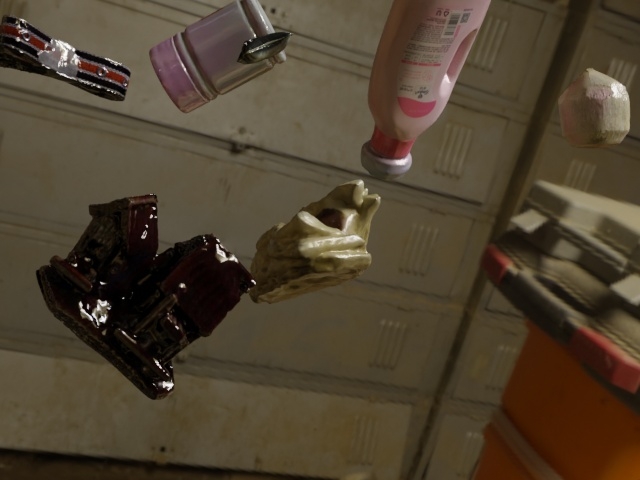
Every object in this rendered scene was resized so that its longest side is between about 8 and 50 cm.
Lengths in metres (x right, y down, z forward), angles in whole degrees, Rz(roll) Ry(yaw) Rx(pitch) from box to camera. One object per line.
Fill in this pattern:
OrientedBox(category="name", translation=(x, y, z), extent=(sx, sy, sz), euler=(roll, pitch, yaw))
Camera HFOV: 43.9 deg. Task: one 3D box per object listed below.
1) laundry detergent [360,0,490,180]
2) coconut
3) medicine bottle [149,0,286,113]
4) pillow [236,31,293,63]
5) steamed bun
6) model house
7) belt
OrientedBox(category="laundry detergent", translation=(0.139, -0.241, 1.150), extent=(0.159, 0.335, 0.088), euler=(-9, 45, -30))
OrientedBox(category="coconut", translation=(0.426, -0.207, 1.243), extent=(0.110, 0.125, 0.110), euler=(-2, 2, 0))
OrientedBox(category="medicine bottle", translation=(-0.272, -0.497, 2.117), extent=(0.315, 0.202, 0.202), euler=(-26, 14, 7))
OrientedBox(category="pillow", translation=(-0.134, -0.460, 1.900), extent=(0.135, 0.091, 0.055), euler=(-24, 71, -17))
OrientedBox(category="steamed bun", translation=(0.000, 0.000, 1.483), extent=(0.247, 0.190, 0.428), euler=(-1, -11, -14))
OrientedBox(category="model house", translation=(-0.190, 0.044, 0.879), extent=(0.203, 0.164, 0.141), euler=(41, 25, -14))
OrientedBox(category="belt", translation=(-0.617, -0.425, 1.894), extent=(0.359, 0.094, 0.126), euler=(15, -15, -41))
